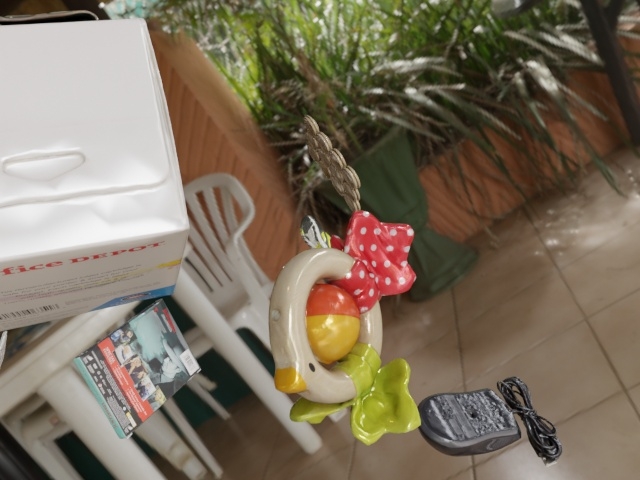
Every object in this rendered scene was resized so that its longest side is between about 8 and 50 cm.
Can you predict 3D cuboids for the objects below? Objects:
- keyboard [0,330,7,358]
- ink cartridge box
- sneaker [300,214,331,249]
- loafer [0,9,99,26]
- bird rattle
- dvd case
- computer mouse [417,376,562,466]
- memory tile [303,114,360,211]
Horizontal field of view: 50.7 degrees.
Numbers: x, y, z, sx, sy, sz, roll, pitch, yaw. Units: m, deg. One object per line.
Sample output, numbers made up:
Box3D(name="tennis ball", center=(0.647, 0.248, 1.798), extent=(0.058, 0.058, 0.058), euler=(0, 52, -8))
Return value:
Box3D(name="keyboard", center=(-0.515, 0.200, 1.074), extent=(0.256, 0.014, 0.072), euler=(-35, 35, 59))
Box3D(name="ink cartridge box", center=(-0.211, -0.040, 0.545), extent=(0.171, 0.168, 0.233), euler=(-11, -12, -18))
Box3D(name="sneaker", center=(0.000, 0.000, 0.985), extent=(0.031, 0.083, 0.035), euler=(-33, -8, 36))
Box3D(name="loafer", center=(-0.401, -0.257, 0.870), extent=(0.084, 0.096, 0.267), euler=(-29, 6, 37))
Box3D(name="bird rattle", center=(0.029, 0.085, 0.729), extent=(0.143, 0.254, 0.206), euler=(0, -12, 38))
Box3D(name="dvd case", center=(-0.172, 0.120, 0.652), extent=(0.013, 0.087, 0.119), euler=(-21, 12, 34))
Box3D(name="computer mouse", center=(0.296, 0.350, 1.263), extent=(0.189, 0.272, 0.072), euler=(-111, 30, -47))
Box3D(name="memory tile", center=(0.019, -0.117, 1.039), extent=(0.012, 0.148, 0.113), euler=(-31, -24, -11))
